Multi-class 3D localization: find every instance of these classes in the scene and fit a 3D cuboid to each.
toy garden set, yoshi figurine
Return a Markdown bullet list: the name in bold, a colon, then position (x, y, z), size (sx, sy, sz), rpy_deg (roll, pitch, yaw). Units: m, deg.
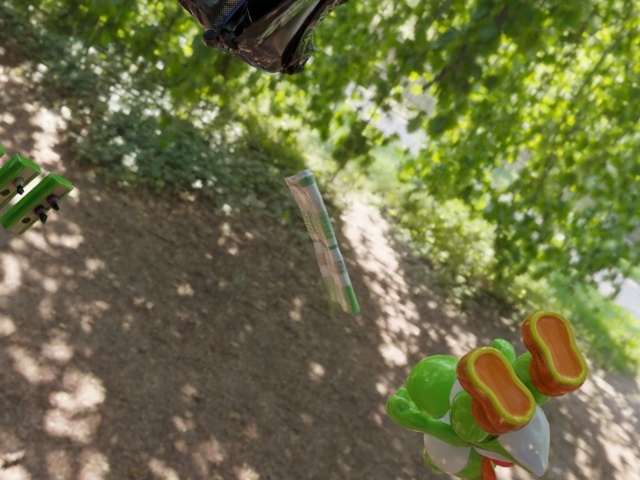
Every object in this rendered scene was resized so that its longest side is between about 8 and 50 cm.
- **toy garden set**: position (-0.482, -0.042, 1.121), size (0.049, 0.204, 0.244), rpy_deg (56, 11, 29)
- **yoshi figurine**: position (0.194, 0.201, 1.110), size (0.203, 0.203, 0.362), rpy_deg (19, -31, 0)

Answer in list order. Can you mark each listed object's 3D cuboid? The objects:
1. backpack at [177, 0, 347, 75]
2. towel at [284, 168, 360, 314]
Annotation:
- **backpack**: position (-0.059, -0.393, 1.192), size (0.213, 0.263, 0.276), rpy_deg (52, 16, 9)
- **towel**: position (0.000, 0.000, 0.871), size (0.113, 0.023, 0.152), rpy_deg (-148, -142, -83)
